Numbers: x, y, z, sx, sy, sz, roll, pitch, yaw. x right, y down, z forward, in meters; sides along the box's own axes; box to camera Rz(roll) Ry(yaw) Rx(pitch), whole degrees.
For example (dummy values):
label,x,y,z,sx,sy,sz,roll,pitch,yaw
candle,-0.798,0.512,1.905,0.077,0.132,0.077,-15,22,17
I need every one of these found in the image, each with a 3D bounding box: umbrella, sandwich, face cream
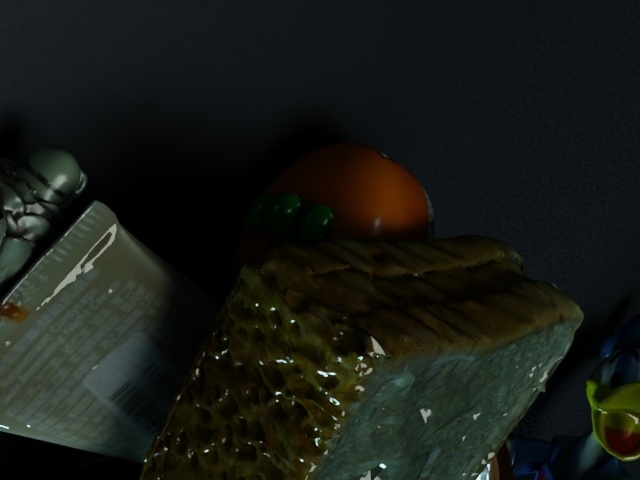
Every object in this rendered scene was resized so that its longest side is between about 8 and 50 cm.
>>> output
label,x,y,z,sx,sy,sz,roll,pitch,yaw
umbrella,-0.166,0.012,0.664,0.143,0.062,0.067,-46,129,2
sandwich,0.003,0.137,0.798,0.271,0.099,0.301,-2,127,-52
face cream,-0.086,0.080,0.796,0.137,0.084,0.341,-45,152,4

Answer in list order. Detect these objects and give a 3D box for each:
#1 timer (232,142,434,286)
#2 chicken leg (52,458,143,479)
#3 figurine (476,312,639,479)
label,x,y,z,sx,sy,sz,roll,pitch,yaw
timer,0.000,0.000,0.831,0.136,0.099,0.136,-24,127,-37
chicken leg,-0.204,0.258,0.862,0.322,0.083,0.177,-47,161,-10
figurine,0.228,0.209,1.318,0.283,0.204,0.338,33,83,-51
